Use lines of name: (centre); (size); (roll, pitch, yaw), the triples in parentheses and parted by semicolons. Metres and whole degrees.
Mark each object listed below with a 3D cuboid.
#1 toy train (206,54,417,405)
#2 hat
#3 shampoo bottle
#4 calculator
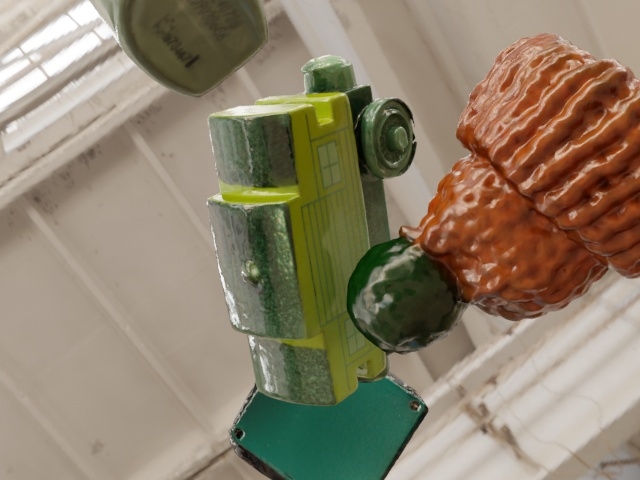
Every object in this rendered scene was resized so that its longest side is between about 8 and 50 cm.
toy train: (0.000, 0.000, 1.224); (0.272, 0.179, 0.442); (-27, -66, -46)
hat: (0.218, -0.011, 1.055); (0.400, 0.285, 0.285); (-49, -57, -1)
shampoo bottle: (-0.156, -0.234, 0.613); (0.078, 0.359, 0.134); (-40, -29, 4)
calculator: (0.012, 0.281, 1.519); (0.248, 0.274, 0.058); (-62, -23, 2)
